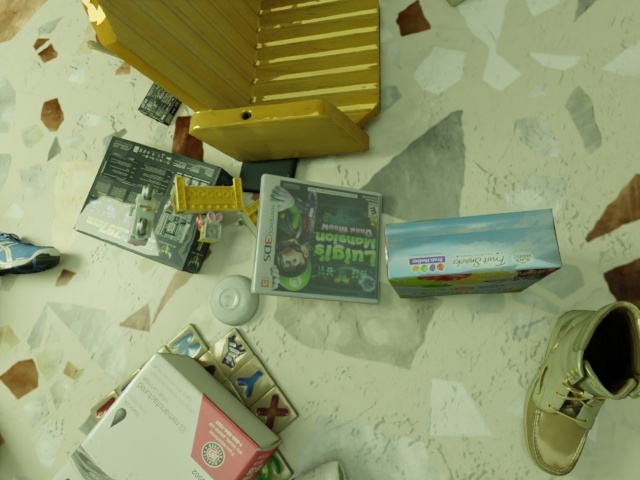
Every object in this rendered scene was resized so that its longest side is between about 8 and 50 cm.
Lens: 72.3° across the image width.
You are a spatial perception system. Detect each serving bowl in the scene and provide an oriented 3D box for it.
[{"bbox_3d":[-0.143,0.096,0.707,0.083,0.027,0.083,-3,78,14],"label":"serving bowl"}]

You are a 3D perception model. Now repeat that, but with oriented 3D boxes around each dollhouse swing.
[{"bbox_3d":[-0.088,-0.343,0.630,0.315,0.305,0.347,-2,71,14],"label":"dollhouse swing"}]

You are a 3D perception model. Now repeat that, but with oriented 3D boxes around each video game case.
[{"bbox_3d":[0.000,0.000,0.646,0.190,0.022,0.173,7,78,-18],"label":"video game case"}]

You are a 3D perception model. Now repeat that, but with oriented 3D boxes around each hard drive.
[{"bbox_3d":[-0.085,-0.145,0.747,0.094,0.022,0.135,7,80,15],"label":"hard drive"}]

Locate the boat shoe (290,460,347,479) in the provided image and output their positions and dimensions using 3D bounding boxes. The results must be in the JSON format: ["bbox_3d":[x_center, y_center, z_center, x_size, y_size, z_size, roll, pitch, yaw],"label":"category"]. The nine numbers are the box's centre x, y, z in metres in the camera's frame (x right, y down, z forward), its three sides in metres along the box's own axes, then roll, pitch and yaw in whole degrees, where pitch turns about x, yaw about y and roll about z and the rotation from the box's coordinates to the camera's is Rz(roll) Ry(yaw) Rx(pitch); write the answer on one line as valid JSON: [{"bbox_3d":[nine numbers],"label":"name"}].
[{"bbox_3d":[0.056,0.422,0.551,0.096,0.098,0.277,-33,71,6],"label":"boat shoe"}]

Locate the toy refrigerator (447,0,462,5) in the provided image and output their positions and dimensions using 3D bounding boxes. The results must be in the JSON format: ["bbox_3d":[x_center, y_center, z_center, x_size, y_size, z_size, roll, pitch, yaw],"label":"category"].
[{"bbox_3d":[0.191,-0.537,0.727,0.102,0.094,0.269,-31,73,6],"label":"toy refrigerator"}]

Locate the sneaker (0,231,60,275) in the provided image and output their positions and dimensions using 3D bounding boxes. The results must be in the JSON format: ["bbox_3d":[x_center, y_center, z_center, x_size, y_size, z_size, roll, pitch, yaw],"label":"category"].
[{"bbox_3d":[-0.576,0.021,0.803,0.211,0.080,0.081,-3,80,12],"label":"sneaker"}]

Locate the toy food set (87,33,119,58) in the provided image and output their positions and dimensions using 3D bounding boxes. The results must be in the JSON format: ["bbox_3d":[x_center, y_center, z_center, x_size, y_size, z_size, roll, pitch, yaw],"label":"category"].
[{"bbox_3d":[-0.370,-0.405,0.841,0.128,0.071,0.218,7,66,-22],"label":"toy food set"}]

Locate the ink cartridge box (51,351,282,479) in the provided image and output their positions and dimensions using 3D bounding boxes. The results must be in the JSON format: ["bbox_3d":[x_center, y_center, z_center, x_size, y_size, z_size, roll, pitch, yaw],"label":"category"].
[{"bbox_3d":[-0.226,0.332,0.604,0.207,0.117,0.283,35,81,17],"label":"ink cartridge box"}]

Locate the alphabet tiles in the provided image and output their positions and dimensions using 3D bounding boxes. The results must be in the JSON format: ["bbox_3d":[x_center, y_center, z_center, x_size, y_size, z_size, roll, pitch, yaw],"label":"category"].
[{"bbox_3d":[-0.213,0.312,0.686,0.342,0.011,0.285,-41,72,3],"label":"alphabet tiles"}]

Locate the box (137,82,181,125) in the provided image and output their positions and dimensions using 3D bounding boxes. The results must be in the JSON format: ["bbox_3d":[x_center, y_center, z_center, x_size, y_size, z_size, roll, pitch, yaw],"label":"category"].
[{"bbox_3d":[-0.297,-0.266,0.828,0.067,0.018,0.083,27,85,18],"label":"box"}]

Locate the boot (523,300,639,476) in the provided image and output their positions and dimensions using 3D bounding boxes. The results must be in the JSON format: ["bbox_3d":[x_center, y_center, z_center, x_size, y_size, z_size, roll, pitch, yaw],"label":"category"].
[{"bbox_3d":[0.301,0.177,0.507,0.077,0.165,0.213,18,81,18],"label":"boot"}]

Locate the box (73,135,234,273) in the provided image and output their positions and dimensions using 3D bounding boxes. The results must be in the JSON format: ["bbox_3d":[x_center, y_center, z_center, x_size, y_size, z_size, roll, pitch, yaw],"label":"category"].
[{"bbox_3d":[-0.289,-0.063,0.761,0.233,0.059,0.183,17,82,16],"label":"box"}]

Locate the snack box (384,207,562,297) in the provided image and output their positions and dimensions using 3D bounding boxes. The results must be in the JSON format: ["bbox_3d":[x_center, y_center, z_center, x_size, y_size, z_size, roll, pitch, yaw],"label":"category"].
[{"bbox_3d":[0.177,0.027,0.548,0.174,0.207,0.070,-5,77,14],"label":"snack box"}]

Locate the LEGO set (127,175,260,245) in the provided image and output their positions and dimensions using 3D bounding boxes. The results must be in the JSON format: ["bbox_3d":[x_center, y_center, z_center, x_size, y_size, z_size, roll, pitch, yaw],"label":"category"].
[{"bbox_3d":[-0.137,-0.013,0.664,0.287,0.107,0.132,22,71,-27],"label":"LEGO set"}]
